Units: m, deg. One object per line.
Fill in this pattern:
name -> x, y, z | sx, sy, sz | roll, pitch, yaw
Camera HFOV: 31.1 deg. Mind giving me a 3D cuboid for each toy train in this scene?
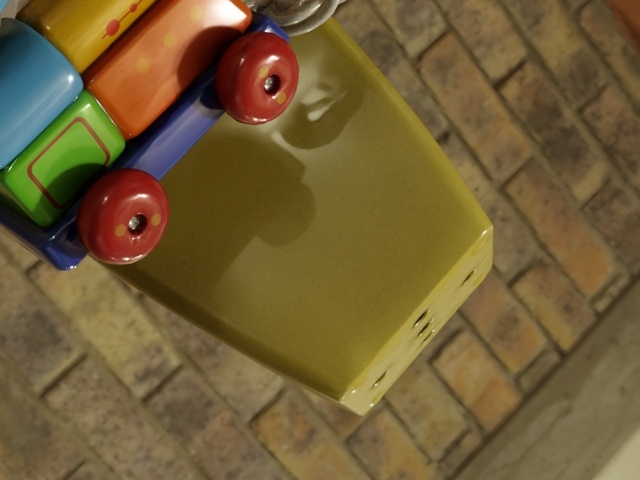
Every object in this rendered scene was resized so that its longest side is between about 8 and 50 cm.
toy train -> -0.071, -0.119, 0.500 | 0.105, 0.248, 0.143 | 28, -21, 39

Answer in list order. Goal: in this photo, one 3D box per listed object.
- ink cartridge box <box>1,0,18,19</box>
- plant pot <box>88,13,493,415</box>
ink cartridge box -> -0.416, -0.196, 0.778 | 0.396, 0.151, 0.270 | 27, -36, -5
plant pot -> 0.000, 0.000, 0.772 | 0.187, 0.212, 0.212 | 40, -4, 15
